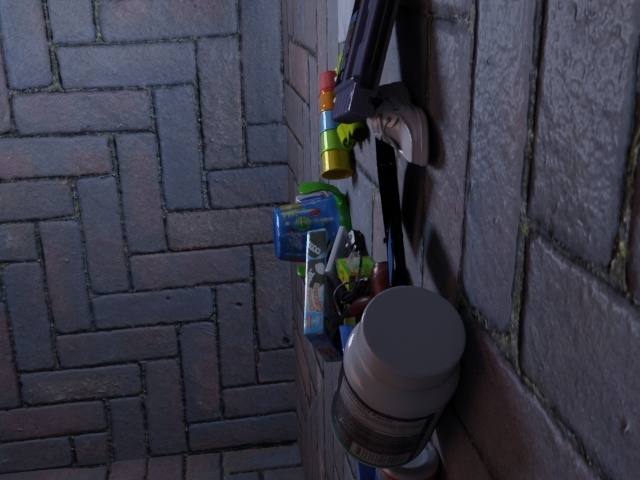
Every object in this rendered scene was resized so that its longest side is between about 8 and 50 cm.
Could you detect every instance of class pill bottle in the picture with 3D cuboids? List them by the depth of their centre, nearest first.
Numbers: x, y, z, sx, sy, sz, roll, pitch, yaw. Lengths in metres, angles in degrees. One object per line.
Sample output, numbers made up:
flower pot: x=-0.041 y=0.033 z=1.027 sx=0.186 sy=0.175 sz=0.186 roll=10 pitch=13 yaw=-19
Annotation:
pill bottle: x=0.134 y=0.250 z=1.292 sx=0.361 sy=0.204 sz=0.204 roll=99 pitch=165 yaw=-52
pill bottle: x=0.170 y=0.510 z=1.461 sx=0.124 sy=0.124 sz=0.221 roll=-108 pitch=15 yaw=-58

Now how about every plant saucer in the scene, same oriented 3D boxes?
plant saucer: x=0.104 y=0.233 z=2.054 sx=0.188 sy=0.045 sz=0.188 roll=148 pitch=118 yaw=-80

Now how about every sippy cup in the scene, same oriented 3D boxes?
sippy cup: x=-0.033 y=-0.028 z=2.253 sx=0.240 sy=0.224 sz=0.305 roll=-165 pitch=72 yaw=-81

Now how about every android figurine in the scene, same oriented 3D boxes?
android figurine: x=0.077 y=-0.376 z=1.917 sx=0.272 sy=0.056 sz=0.248 roll=-108 pitch=15 yaw=-52

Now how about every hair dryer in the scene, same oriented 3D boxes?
hair dryer: x=0.126 y=0.133 z=1.622 sx=0.293 sy=0.080 sz=0.223 roll=-123 pitch=34 yaw=-49

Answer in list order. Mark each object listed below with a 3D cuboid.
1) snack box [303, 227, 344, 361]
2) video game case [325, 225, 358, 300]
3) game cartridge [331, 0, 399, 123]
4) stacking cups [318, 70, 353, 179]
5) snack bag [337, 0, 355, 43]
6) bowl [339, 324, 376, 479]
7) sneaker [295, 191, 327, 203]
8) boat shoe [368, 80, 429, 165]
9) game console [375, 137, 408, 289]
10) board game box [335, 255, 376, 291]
snack box: x=0.014 y=0.151 z=1.990 sx=0.187 sy=0.060 sz=0.321 roll=59 pitch=-153 yaw=-53
video game case: x=0.061 y=0.065 z=1.995 sx=0.143 sy=0.019 sz=0.157 roll=64 pitch=-144 yaw=-47
game cartridge: x=0.094 y=-0.412 z=1.426 sx=0.230 sy=0.068 sz=0.354 roll=-155 pitch=78 yaw=-76
stacking cups: x=0.038 y=-0.339 z=2.088 sx=0.096 sy=0.096 sz=0.316 roll=120 pitch=147 yaw=-76
snack bag: x=0.072 y=-0.681 z=1.854 sx=0.342 sy=0.037 sz=0.322 roll=-127 pitch=33 yaw=-75
bowl: x=0.108 y=0.399 z=1.782 sx=0.391 sy=0.077 sz=0.390 roll=172 pitch=90 yaw=-90
sneaker: x=0.000 y=0.001 z=2.458 sx=0.182 sy=0.128 sz=0.315 roll=-109 pitch=10 yaw=-48
boat shoe: x=0.140 y=-0.222 z=1.388 sx=0.277 sy=0.096 sz=0.098 roll=-106 pitch=14 yaw=-56
game console: x=0.138 y=-0.030 z=1.399 sx=0.361 sy=0.044 sz=0.213 roll=-89 pitch=-10 yaw=-49
board game box: x=0.100 y=0.083 z=1.842 sx=0.181 sy=0.092 sz=0.043 roll=-127 pitch=33 yaw=-75
